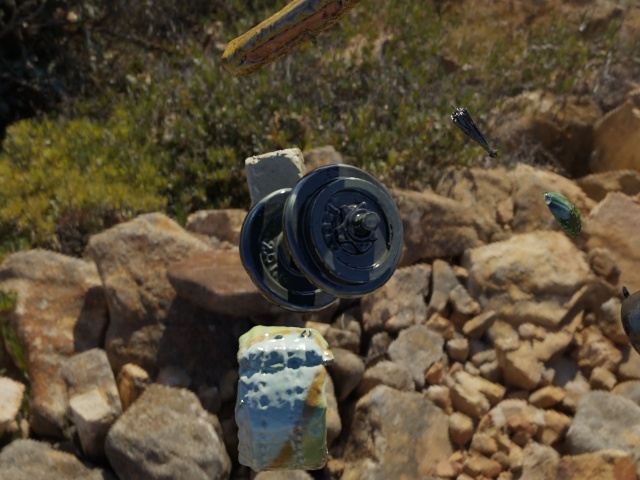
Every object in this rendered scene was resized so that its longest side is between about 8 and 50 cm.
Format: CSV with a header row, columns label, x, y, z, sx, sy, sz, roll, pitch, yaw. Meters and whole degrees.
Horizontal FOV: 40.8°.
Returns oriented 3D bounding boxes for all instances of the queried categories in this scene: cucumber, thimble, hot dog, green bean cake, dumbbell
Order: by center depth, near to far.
label,x,y,z,sx,sy,sz,roll,pitch,yaw
dumbbell,0.000,0.000,1.237,0.192,0.290,0.192,7,75,-26
hot dog,-0.035,-0.319,1.253,0.061,0.285,0.088,43,46,-30
cucumber,0.427,-0.055,1.510,0.035,0.107,0.067,-29,54,25
thimble,-0.066,0.277,1.538,0.167,0.288,0.254,0,51,-4
green bean cake,-0.076,-0.083,1.663,0.109,0.085,0.179,-10,95,8

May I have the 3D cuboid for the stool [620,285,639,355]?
label,x,y,z,sx,sy,sz,roll,pitch,yaw
stool,0.598,0.162,1.464,0.125,0.121,0.217,-22,83,-48

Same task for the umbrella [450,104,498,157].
label,x,y,z,sx,sy,sz,roll,pitch,yaw
umbrella,0.174,-0.125,0.983,0.083,0.031,0.020,40,79,-17
